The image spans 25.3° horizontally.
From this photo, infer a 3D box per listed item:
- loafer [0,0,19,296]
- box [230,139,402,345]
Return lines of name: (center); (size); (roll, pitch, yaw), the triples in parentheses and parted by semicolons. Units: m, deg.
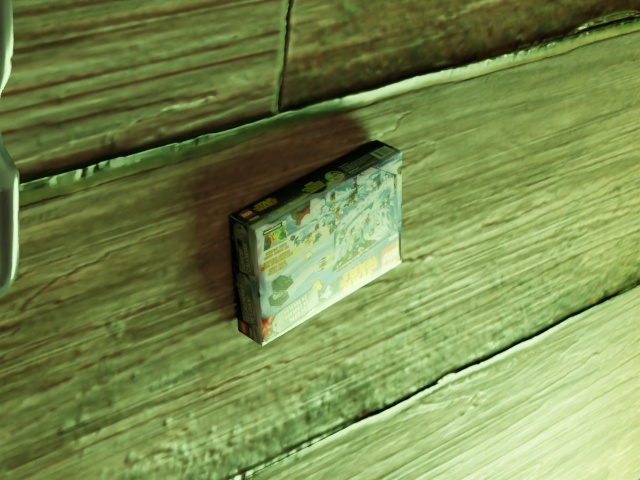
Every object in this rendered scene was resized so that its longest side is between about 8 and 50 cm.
loafer: (-0.193, -0.084, 0.614); (0.095, 0.109, 0.302); (-25, 134, -33)
box: (0.000, 0.000, 0.959); (0.137, 0.027, 0.094); (-29, 132, -35)
